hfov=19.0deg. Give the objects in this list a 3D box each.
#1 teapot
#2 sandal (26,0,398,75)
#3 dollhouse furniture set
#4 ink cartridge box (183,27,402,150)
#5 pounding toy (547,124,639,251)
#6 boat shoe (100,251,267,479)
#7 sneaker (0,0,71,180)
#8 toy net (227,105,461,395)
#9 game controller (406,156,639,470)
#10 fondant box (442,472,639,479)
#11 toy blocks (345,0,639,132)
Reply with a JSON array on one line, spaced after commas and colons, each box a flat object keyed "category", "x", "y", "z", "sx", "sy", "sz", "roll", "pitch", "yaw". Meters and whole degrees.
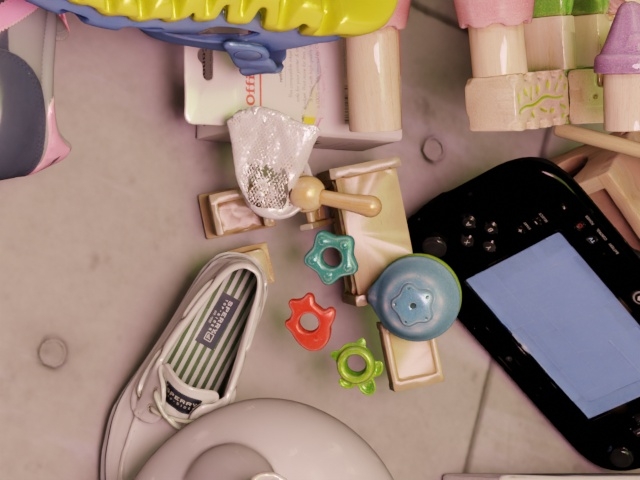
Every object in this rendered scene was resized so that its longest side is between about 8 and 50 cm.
[{"category": "teapot", "x": -0.020, "y": 0.253, "z": 1.390, "sx": 0.256, "sy": 0.187, "sz": 0.252, "roll": 5, "pitch": 109, "yaw": -42}, {"category": "sandal", "x": -0.108, "y": -0.184, "z": 1.376, "sx": 0.317, "sy": 0.138, "sz": 0.126, "roll": 12, "pitch": 66, "yaw": -24}, {"category": "dollhouse furniture set", "x": -0.003, "y": 0.037, "z": 1.537, "sx": 0.161, "sy": 0.101, "sz": 0.182, "roll": -11, "pitch": 91, "yaw": -6}, {"category": "ink cartridge box", "x": -0.034, "y": -0.137, "z": 1.529, "sx": 0.198, "sy": 0.067, "sz": 0.115, "roll": 3, "pitch": 83, "yaw": -32}, {"category": "pounding toy", "x": 0.257, "y": -0.046, "z": 1.603, "sx": 0.181, "sy": 0.206, "sz": 0.094, "roll": 53, "pitch": 42, "yaw": -15}, {"category": "boat shoe", "x": -0.106, "y": 0.112, "z": 1.432, "sx": 0.083, "sy": 0.076, "sz": 0.226, "roll": 20, "pitch": 86, "yaw": -5}, {"category": "sneaker", "x": -0.247, "y": -0.198, "z": 1.406, "sx": 0.131, "sy": 0.112, "sz": 0.319, "roll": 7, "pitch": 80, "yaw": -52}, {"category": "toy net", "x": 0.000, "y": 0.000, "z": 1.467, "sx": 0.122, "sy": 0.045, "sz": 0.232, "roll": -39, "pitch": 92, "yaw": 13}, {"category": "game controller", "x": 0.215, "y": 0.066, "z": 1.599, "sx": 0.319, "sy": 0.166, "sz": 0.067, "roll": 47, "pitch": 45, "yaw": -20}, {"category": "fondant box", "x": 0.221, "y": 0.362, "z": 1.613, "sx": 0.238, "sy": 0.096, "sz": 0.330, "roll": 5, "pitch": 82, "yaw": -30}, {"category": "toy blocks", "x": 0.201, "y": -0.222, "z": 1.484, "sx": 0.288, "sy": 0.309, "sz": 0.260, "roll": -11, "pitch": 100, "yaw": -54}]
